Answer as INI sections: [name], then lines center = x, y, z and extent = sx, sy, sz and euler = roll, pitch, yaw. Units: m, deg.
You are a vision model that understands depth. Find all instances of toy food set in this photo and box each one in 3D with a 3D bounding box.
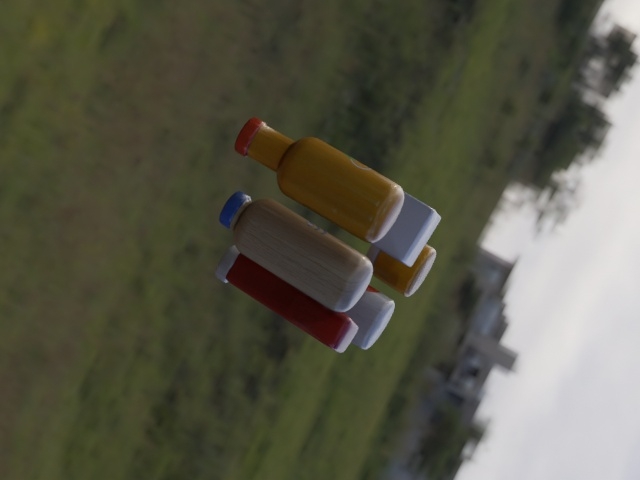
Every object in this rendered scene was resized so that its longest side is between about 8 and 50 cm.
[toy food set]
center = 0.000, 0.000, 1.175
extent = 0.111, 0.104, 0.232
euler = -58, 167, 0
